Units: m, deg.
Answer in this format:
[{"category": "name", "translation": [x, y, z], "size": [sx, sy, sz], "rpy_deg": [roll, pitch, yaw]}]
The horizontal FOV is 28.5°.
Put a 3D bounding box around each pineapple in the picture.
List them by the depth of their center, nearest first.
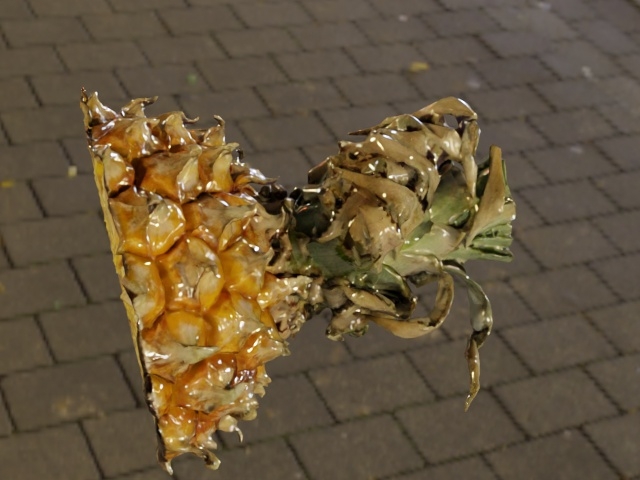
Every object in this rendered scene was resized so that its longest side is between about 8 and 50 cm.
[{"category": "pineapple", "translation": [0.000, 0.000, 0.839], "size": [0.272, 0.262, 0.262], "rpy_deg": [-12, 39, -8]}]
